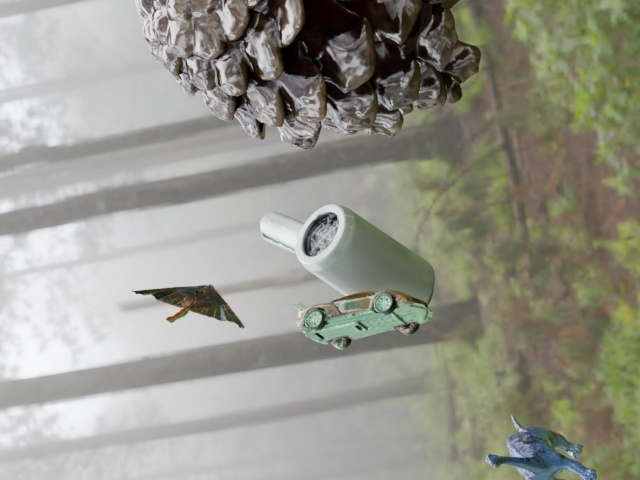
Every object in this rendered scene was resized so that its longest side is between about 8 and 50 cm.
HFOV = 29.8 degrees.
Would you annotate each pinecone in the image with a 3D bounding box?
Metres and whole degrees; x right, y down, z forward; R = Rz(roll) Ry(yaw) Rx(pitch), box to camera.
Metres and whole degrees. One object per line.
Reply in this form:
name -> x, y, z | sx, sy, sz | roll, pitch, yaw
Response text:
pinecone -> 0.001, -0.139, 0.695 | 0.179, 0.205, 0.184 | -55, 30, 39

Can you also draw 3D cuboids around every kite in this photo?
kite -> -0.199, 0.096, 1.864 | 0.159, 0.190, 0.010 | -55, -21, -64

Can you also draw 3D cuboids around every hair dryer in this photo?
hair dryer -> 0.000, 0.000, 1.197 | 0.131, 0.073, 0.236 | 34, 176, -35

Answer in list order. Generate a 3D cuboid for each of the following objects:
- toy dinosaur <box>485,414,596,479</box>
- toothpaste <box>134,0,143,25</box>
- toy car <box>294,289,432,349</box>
toy dinosaur -> 0.322, 0.319, 1.736 | 0.076, 0.144, 0.329 | -65, -13, 10
toothpaste -> -0.178, -0.261, 1.228 | 0.062, 0.037, 0.216 | 63, -178, -48
toy car -> 0.038, 0.065, 1.057 | 0.059, 0.122, 0.035 | 41, -141, -52
